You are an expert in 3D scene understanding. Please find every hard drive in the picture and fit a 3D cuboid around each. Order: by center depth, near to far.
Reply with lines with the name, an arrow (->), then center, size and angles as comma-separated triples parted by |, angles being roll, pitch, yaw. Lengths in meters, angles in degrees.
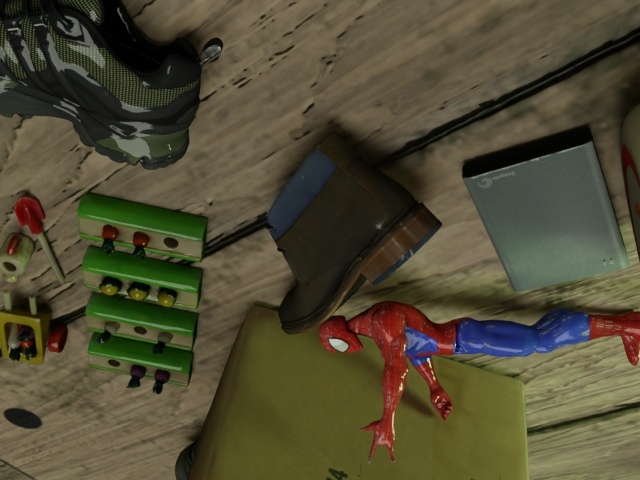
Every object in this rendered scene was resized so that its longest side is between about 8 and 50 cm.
hard drive -> 0.176, -0.019, 0.567 | 0.094, 0.022, 0.135 | -15, 130, 23

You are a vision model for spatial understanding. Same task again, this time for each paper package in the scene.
paper package -> 0.026, 0.262, 0.657 | 0.309, 0.325, 0.168 | 17, 134, -7

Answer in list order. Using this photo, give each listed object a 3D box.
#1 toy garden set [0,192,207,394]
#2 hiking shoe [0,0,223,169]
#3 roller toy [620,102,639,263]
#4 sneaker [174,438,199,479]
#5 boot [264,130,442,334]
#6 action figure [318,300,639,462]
toy garden set -> -0.219, 0.060, 0.692 | 0.203, 0.049, 0.244 | 12, 135, -3
hiking shoe -> -0.181, -0.137, 0.481 | 0.226, 0.086, 0.114 | 19, 121, -17
roller toy -> 0.274, -0.005, 0.441 | 0.146, 0.209, 0.191 | -12, 123, 19
sneaker -> -0.049, 0.290, 0.866 | 0.227, 0.087, 0.130 | 31, 138, -13
boot -> 0.000, 0.000, 0.600 | 0.106, 0.082, 0.219 | 48, 140, 0
action figure -> 0.135, 0.119, 0.626 | 0.280, 0.139, 0.091 | 5, 177, 5
